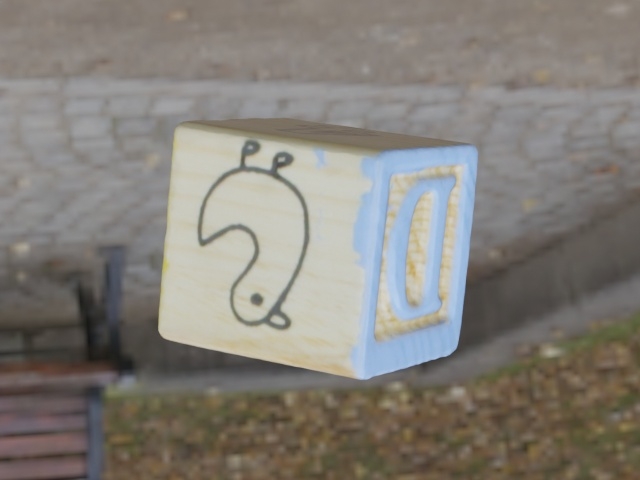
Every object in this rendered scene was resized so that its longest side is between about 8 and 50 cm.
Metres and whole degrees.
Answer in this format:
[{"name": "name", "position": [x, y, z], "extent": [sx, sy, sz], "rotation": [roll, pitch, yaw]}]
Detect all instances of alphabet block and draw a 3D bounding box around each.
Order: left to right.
[{"name": "alphabet block", "position": [0.000, 0.000, 1.584], "extent": [0.197, 0.192, 0.193], "rotation": [9, -173, 28]}]
